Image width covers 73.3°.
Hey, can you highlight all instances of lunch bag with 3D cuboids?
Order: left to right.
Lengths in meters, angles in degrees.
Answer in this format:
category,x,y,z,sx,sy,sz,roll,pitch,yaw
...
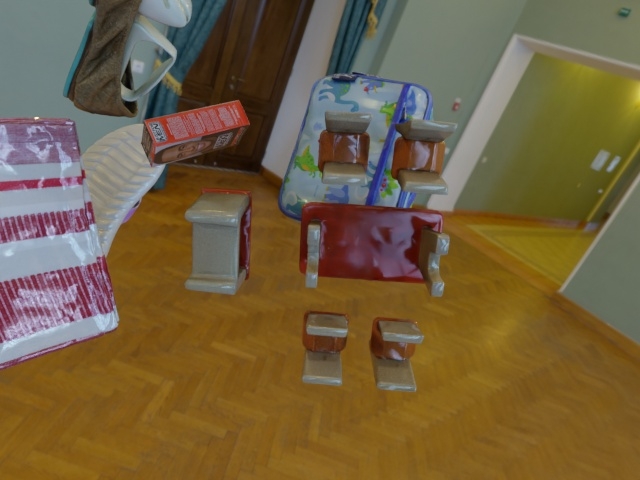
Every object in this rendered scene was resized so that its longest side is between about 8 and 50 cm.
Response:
category,x,y,z,sx,sy,sz,roll,pitch,yaw
lunch bag,0.053,-0.109,0.579,0.176,0.219,0.090,17,-6,19

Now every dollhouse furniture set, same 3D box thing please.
category,x,y,z,sx,sy,sz,roll,pitch,yaw
dollhouse furniture set,0.000,0.000,0.461,0.258,0.262,0.135,5,14,0

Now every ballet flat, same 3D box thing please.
category,x,y,z,sx,sy,sz,roll,pitch,yaw
ballet flat,-0.242,-0.283,0.557,0.124,0.342,0.116,18,49,-26

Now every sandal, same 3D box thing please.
category,x,y,z,sx,sy,sz,roll,pitch,yaw
sandal,-0.477,-0.088,0.957,0.169,0.102,0.417,23,66,1

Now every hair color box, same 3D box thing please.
category,x,y,z,sx,sy,sz,roll,pitch,yaw
hair color box,-0.181,-0.155,0.624,0.141,0.072,0.043,-23,86,-29

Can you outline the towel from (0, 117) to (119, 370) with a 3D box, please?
category,x,y,z,sx,sy,sz,roll,pitch,yaw
towel,-0.421,0.005,0.573,0.237,0.329,0.037,-16,12,-40
